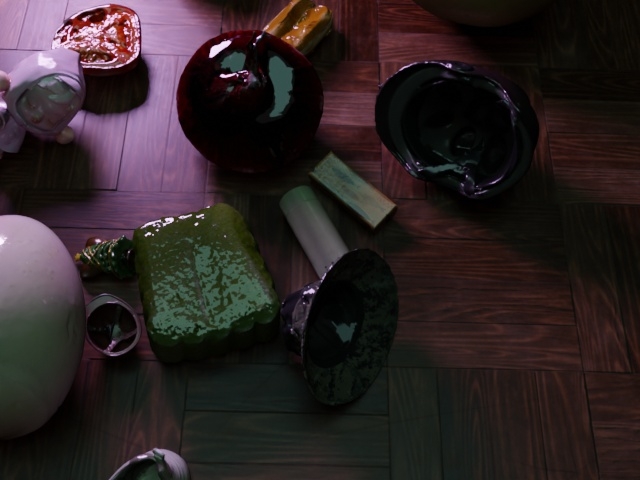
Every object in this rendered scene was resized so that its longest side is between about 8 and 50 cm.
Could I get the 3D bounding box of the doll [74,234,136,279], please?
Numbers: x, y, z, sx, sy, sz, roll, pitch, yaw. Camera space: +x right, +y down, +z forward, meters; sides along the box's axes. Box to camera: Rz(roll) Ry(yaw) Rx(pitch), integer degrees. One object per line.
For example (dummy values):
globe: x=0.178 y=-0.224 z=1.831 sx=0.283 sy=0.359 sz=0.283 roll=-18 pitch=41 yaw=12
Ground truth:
doll: x=-0.380 y=0.026 z=1.395 sx=0.113 sy=0.076 sz=0.078 roll=6 pitch=70 yaw=2

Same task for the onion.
onion: x=-0.128 y=-0.258 z=1.456 sx=0.273 sy=0.285 sz=0.273 roll=1 pitch=83 yaw=-5

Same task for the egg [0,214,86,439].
egg: x=-0.498 y=0.125 z=1.219 sx=0.283 sy=0.283 sz=0.345 roll=4 pitch=65 yaw=0

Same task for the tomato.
tomato: x=-0.445 y=-0.388 z=1.615 sx=0.174 sy=0.082 sz=0.166 roll=-4 pitch=66 yaw=-9

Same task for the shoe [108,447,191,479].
shoe: x=-0.293 y=0.426 z=1.135 sx=0.124 sy=0.159 sz=0.316 roll=23 pitch=60 yaw=9

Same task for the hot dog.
hot dog: x=-0.069 y=-0.406 z=1.647 sx=0.109 sy=0.072 sz=0.269 roll=31 pitch=63 yaw=16

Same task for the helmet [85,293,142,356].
helmet: x=-0.344 y=0.149 z=1.339 sx=0.089 sy=0.057 sz=0.111 roll=-35 pitch=73 yaw=-16

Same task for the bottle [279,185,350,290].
bottle: x=0.000 y=0.000 z=1.426 sx=0.072 sy=0.072 sz=0.201 roll=-24 pitch=65 yaw=-14

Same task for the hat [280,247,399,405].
hat: x=0.007 y=0.134 z=1.305 sx=0.128 sy=0.265 sz=0.265 roll=3 pitch=56 yaw=36

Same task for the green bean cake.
green bean cake: x=-0.196 y=0.068 z=1.355 sx=0.222 sy=0.125 sz=0.248 roll=-13 pitch=66 yaw=-10

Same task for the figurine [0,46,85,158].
figurine: x=-0.550 y=-0.247 z=1.494 sx=0.276 sy=0.200 sz=0.133 roll=-35 pitch=48 yaw=7

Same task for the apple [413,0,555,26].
apple: x=0.333 y=-0.662 z=1.603 sx=0.473 sy=0.473 sz=0.473 roll=1 pitch=61 yaw=-2

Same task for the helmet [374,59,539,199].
helmet: x=0.266 y=-0.224 z=1.486 sx=0.305 sy=0.225 sz=0.177 roll=34 pitch=37 yaw=14

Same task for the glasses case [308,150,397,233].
glasses case: x=0.060 y=-0.088 z=1.495 sx=0.170 sy=0.041 sz=0.064 roll=41 pitch=79 yaw=18
